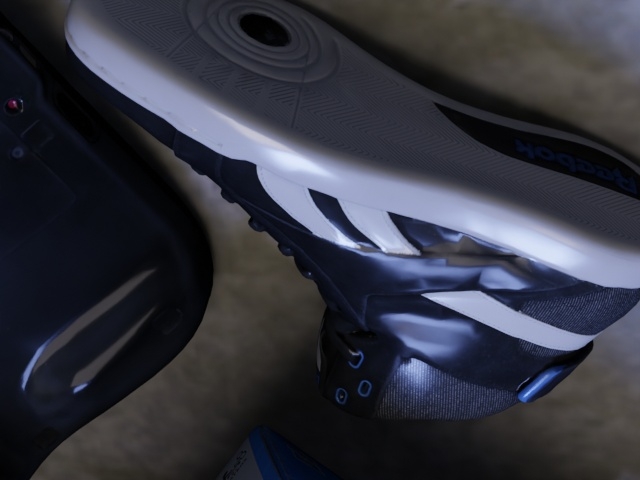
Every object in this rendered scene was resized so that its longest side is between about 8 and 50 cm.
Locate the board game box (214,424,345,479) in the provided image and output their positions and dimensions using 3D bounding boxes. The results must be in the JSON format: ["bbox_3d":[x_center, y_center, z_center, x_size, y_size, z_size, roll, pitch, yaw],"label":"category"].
[{"bbox_3d":[0.010,0.279,0.730,0.308,0.086,0.302,37,93,-14],"label":"board game box"}]

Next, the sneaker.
[{"bbox_3d":[0.000,0.000,0.668,0.217,0.079,0.121,23,127,-10],"label":"sneaker"}]

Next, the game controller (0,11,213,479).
[{"bbox_3d":[-0.172,-0.026,0.647,0.166,0.067,0.319,-42,129,1],"label":"game controller"}]
